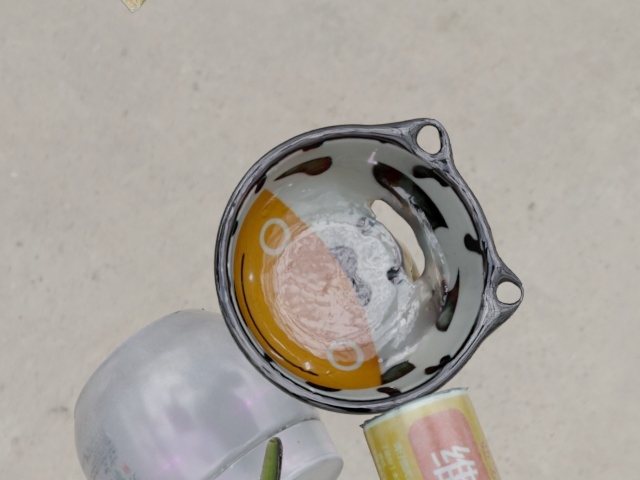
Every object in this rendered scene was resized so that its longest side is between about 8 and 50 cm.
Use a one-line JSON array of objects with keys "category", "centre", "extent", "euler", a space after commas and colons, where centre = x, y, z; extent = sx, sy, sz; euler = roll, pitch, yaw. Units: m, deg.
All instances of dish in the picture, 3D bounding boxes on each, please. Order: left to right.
[{"category": "dish", "centre": [0.027, 0.032, 1.273], "extent": [0.303, 0.120, 0.303], "euler": [3, 78, -14]}]

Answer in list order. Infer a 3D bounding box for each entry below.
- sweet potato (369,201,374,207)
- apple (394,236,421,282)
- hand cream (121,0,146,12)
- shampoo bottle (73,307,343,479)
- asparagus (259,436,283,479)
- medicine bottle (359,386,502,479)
[{"category": "sweet potato", "centre": [0.000, 0.000, 1.420], "extent": [0.056, 0.056, 0.195], "euler": [44, 72, 10]}, {"category": "apple", "centre": [0.055, 0.087, 1.766], "extent": [0.173, 0.188, 0.188], "euler": [-22, 63, 8]}, {"category": "hand cream", "centre": [-0.109, -0.218, 0.926], "extent": [0.076, 0.047, 0.174], "euler": [49, 41, -4]}, {"category": "shampoo bottle", "centre": [-0.132, 0.241, 1.550], "extent": [0.273, 0.273, 0.266], "euler": [-31, 68, -34]}, {"category": "asparagus", "centre": [-0.031, 0.142, 0.631], "extent": [0.016, 0.013, 0.166], "euler": [12, 25, 0]}, {"category": "medicine bottle", "centre": [0.142, 0.325, 0.998], "extent": [0.108, 0.108, 0.426], "euler": [-13, 74, -28]}]
